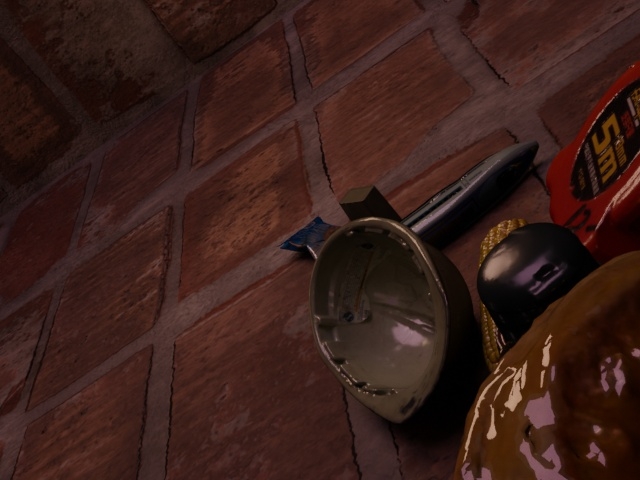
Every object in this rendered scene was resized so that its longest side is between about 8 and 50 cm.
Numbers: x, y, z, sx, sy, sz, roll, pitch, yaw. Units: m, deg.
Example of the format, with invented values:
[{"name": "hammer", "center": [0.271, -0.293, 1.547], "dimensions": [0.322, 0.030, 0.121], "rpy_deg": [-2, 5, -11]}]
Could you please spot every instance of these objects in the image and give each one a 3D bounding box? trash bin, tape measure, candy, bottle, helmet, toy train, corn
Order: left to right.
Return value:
[{"name": "candy", "center": [-0.001, 0.000, 1.511], "dimensions": [0.088, 0.038, 0.136], "rpy_deg": [-34, 29, -23]}, {"name": "trash bin", "center": [0.077, -0.032, 1.389], "dimensions": [0.061, 0.092, 0.043], "rpy_deg": [-5, 39, 50]}, {"name": "helmet", "center": [0.108, 0.088, 1.100], "dimensions": [0.257, 0.137, 0.204], "rpy_deg": [45, 122, 49]}, {"name": "toy train", "center": [0.193, -0.051, 1.308], "dimensions": [0.252, 0.055, 0.048], "rpy_deg": [-37, 25, 5]}, {"name": "corn", "center": [0.211, 0.065, 1.057], "dimensions": [0.081, 0.081, 0.248], "rpy_deg": [-28, 27, 22]}, {"name": "bottle", "center": [0.220, 0.097, 0.763], "dimensions": [0.143, 0.271, 0.156], "rpy_deg": [-38, 25, 0]}, {"name": "tape measure", "center": [0.337, -0.067, 0.995], "dimensions": [0.260, 0.114, 0.253], "rpy_deg": [-55, 13, 33]}]

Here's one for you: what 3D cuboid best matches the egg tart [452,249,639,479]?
[{"name": "egg tart", "center": [0.287, 0.186, 0.549], "dimensions": [0.443, 0.178, 0.443], "rpy_deg": [-1, 46, 1]}]
